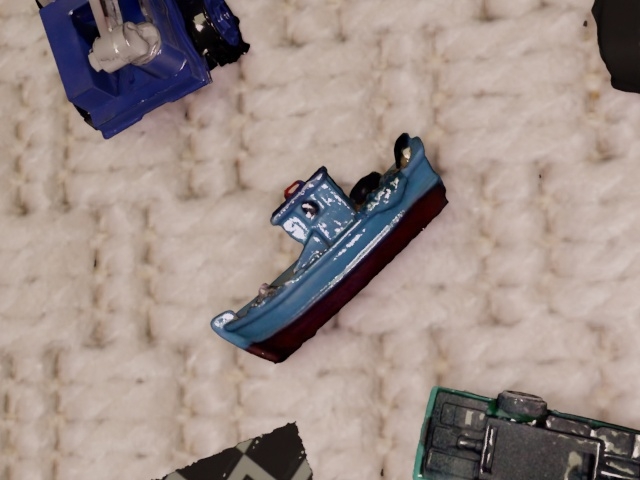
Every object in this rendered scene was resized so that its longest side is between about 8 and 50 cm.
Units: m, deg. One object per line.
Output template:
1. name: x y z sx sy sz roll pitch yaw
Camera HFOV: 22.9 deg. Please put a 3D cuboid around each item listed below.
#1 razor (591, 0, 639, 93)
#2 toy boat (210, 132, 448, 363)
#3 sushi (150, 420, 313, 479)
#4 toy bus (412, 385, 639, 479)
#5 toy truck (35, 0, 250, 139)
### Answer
1. razor: 0.350 -0.188 1.104 0.326 0.107 0.189 6 82 42
2. toy boat: 0.000 0.000 1.241 0.223 0.100 0.097 -44 96 7
3. sushi: -0.089 0.287 1.255 0.219 0.047 0.231 -24 71 17
4. toy bus: 0.199 0.165 1.127 0.261 0.109 0.091 12 86 26
5. toy truck: -0.179 -0.203 1.322 0.161 0.177 0.213 -27 71 17
